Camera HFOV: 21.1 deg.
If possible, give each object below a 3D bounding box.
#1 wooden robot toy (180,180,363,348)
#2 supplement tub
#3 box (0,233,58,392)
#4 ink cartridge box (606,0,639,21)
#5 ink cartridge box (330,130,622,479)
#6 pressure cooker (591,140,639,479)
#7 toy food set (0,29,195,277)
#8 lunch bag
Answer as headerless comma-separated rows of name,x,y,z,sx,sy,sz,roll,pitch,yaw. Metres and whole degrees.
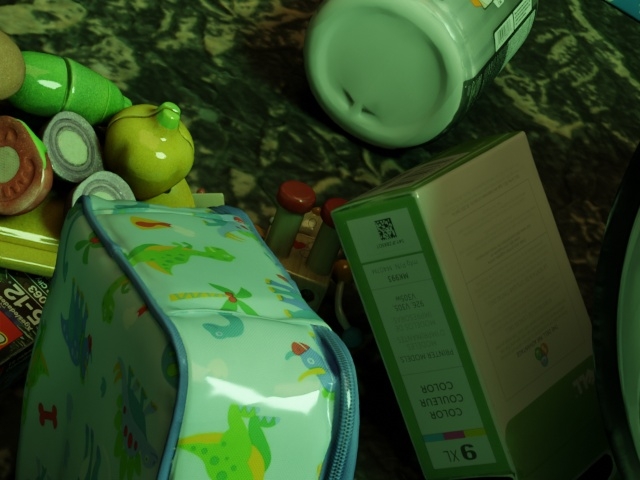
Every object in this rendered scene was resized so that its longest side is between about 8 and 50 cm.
wooden robot toy,0.000,0.000,0.963,0.173,0.076,0.079,22,26,-4
supplement tub,0.075,-0.148,1.144,0.117,0.117,0.190,30,36,7
box,-0.206,-0.032,0.871,0.233,0.044,0.159,43,38,8
ink cartridge box,0.291,-0.286,1.341,0.134,0.231,0.078,34,38,12
ink cartridge box,0.091,0.059,0.907,0.109,0.062,0.209,-29,101,-48
pressure cooker,0.325,0.027,0.797,0.369,0.376,0.420,14,13,26
toy food set,-0.147,-0.054,0.841,0.217,0.071,0.128,12,44,-27
lunch bag,-0.062,0.087,0.700,0.090,0.176,0.219,8,15,-22
